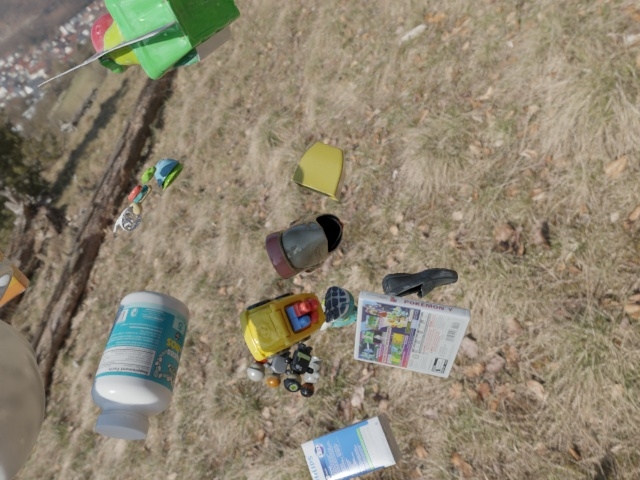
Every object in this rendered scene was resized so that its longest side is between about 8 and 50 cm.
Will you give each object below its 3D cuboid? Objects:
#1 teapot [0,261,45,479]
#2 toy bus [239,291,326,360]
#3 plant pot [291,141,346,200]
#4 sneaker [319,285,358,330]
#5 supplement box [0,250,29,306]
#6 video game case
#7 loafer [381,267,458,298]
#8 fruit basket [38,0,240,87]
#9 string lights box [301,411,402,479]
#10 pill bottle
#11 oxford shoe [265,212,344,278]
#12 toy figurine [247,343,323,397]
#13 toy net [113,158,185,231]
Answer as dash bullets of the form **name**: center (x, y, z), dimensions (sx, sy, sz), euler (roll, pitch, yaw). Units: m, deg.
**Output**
- **teapot**: center (-0.429, 0.160, 0.554), dimensions (0.256, 0.252, 0.187), euler (-8, 40, 10)
- **toy bus**: center (-0.065, 0.199, 1.262), dimensions (0.211, 0.149, 0.220), euler (-30, -10, 38)
- **plant pot**: center (0.005, -0.126, 0.853), dimensions (0.081, 0.081, 0.083), euler (20, 91, 8)
- **sneaker**: center (0.064, 0.206, 1.463), dimensions (0.110, 0.275, 0.107), euler (3, 70, -9)
- **supplement box**: center (-0.742, 0.032, 1.036), dimensions (0.078, 0.233, 0.080), euler (-38, 26, -14)
- **video game case**: center (0.155, 0.172, 0.866), dimensions (0.183, 0.201, 0.023), euler (9, 48, 9)
- **loafer**: center (0.288, 0.129, 1.384), dimensions (0.223, 0.076, 0.078), euler (-7, 60, -5)
- **fruit basket**: center (-0.345, -0.408, 0.965), dimensions (0.353, 0.165, 0.327), euler (-12, 34, 35)
- **string lights box**: center (0.087, 0.609, 1.397), dimensions (0.260, 0.077, 0.133), euler (-27, 72, 18)
- **pill bottle**: center (-0.354, 0.243, 0.949), dimensions (0.146, 0.146, 0.264), euler (-17, 49, 27)
- **oxford shoe**: center (0.000, 0.000, 1.033), dimensions (0.130, 0.123, 0.348), euler (-23, 5, 14)
- **toy figurine**: center (-0.109, 0.417, 1.562), dimensions (0.213, 0.209, 0.148), euler (8, 63, 22)
- **toy net**: center (-0.374, -0.079, 1.016), dimensions (0.232, 0.045, 0.122), euler (-46, 15, 27)
